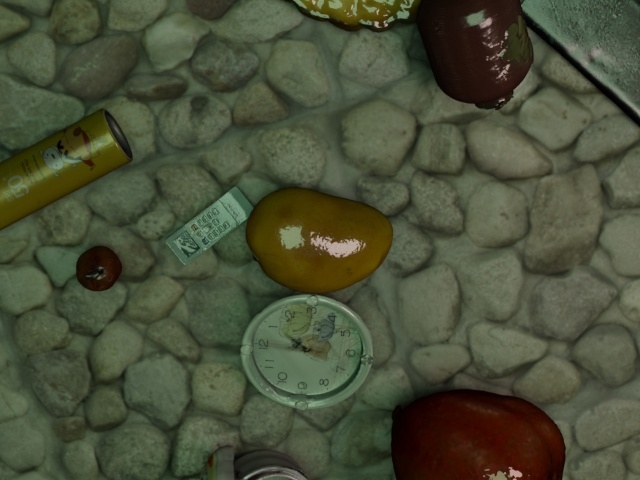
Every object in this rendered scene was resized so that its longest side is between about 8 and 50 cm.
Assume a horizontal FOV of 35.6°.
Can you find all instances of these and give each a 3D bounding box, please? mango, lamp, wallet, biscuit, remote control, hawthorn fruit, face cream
[{"bbox_3d":[-0.005,0.006,1.724,0.255,0.139,0.175,14,101,-10],"label":"mango"},{"bbox_3d":[0.256,-0.342,1.647,0.180,0.180,0.258,-22,122,2],"label":"lamp"},{"bbox_3d":[0.503,-0.355,1.727,0.318,0.045,0.172,38,99,-8],"label":"wallet"},{"bbox_3d":[0.061,-0.506,1.677,0.335,0.078,0.329,-22,102,2],"label":"biscuit"},{"bbox_3d":[-0.194,-0.026,1.768,0.162,0.029,0.061,-36,97,9],"label":"remote control"},{"bbox_3d":[0.272,0.388,1.722,0.311,0.295,0.295,29,97,-9],"label":"hawthorn fruit"},{"bbox_3d":[-0.498,-0.102,1.708,0.349,0.105,0.105,-27,99,3],"label":"face cream"},{"bbox_3d":[-0.389,0.051,1.740,0.081,0.093,0.081,0,98,-2],"label":"hawthorn fruit"}]

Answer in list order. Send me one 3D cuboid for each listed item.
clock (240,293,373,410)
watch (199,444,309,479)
[{"bbox_3d":[-0.023,0.193,1.784,0.237,0.053,0.236,1,114,2],"label":"clock"},{"bbox_3d":[-0.119,0.504,1.784,0.218,0.211,0.248,14,90,-13],"label":"watch"}]
